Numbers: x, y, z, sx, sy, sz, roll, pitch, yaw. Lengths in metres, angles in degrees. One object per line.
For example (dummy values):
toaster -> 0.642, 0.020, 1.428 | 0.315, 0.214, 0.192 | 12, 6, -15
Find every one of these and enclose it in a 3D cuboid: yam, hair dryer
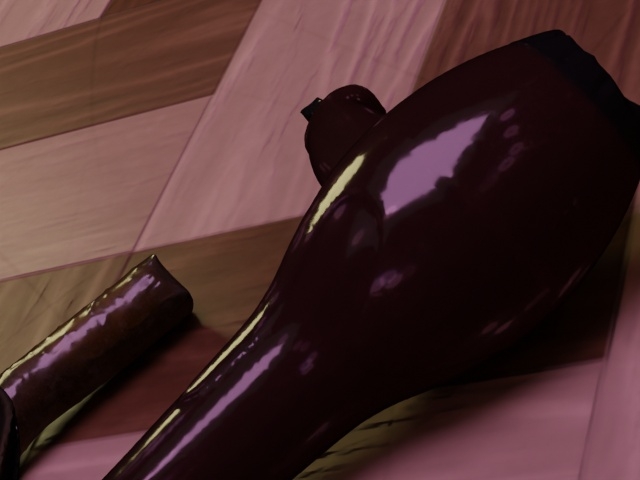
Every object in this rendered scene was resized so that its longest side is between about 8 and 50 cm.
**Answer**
yam -> -0.199, 0.125, 0.951 | 0.327, 0.045, 0.045 | -42, 10, -18
hair dryer -> 0.000, 0.000, 0.943 | 0.312, 0.123, 0.340 | -42, 20, 1

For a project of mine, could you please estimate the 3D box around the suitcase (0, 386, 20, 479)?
suitcase -> -0.265, 0.212, 0.663 | 0.283, 0.194, 0.434 | 2, 32, 0
